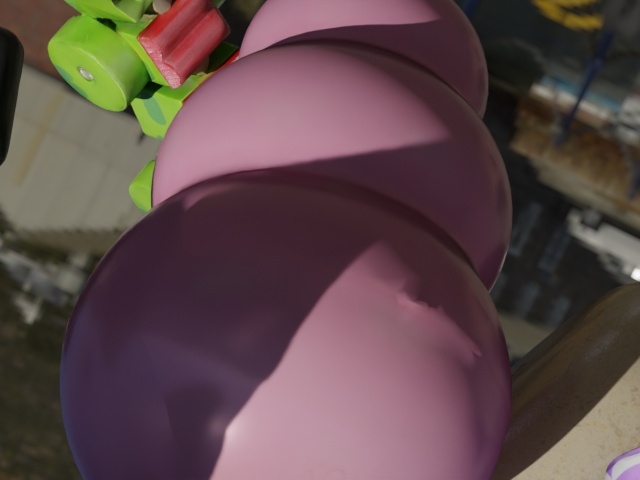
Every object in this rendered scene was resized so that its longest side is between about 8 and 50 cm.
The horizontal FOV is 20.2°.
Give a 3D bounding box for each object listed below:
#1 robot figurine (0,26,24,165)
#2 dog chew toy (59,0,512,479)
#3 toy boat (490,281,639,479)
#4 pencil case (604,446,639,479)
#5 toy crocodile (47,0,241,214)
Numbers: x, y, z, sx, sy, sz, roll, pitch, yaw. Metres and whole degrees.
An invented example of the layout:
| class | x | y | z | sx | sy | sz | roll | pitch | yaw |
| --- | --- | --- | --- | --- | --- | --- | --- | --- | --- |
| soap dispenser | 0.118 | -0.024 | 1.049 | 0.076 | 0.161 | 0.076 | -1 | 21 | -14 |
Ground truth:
| class | x | y | z | sx | sy | sz | roll | pitch | yaw |
| --- | --- | --- | --- | --- | --- | --- | --- | --- | --- |
| robot figurine | -0.315 | -0.069 | 1.237 | 0.209 | 0.278 | 0.173 | 11 | 150 | -6 |
| dog chew toy | 0.000 | 0.000 | 0.869 | 0.206 | 0.332 | 0.206 | 9 | 145 | 6 |
| toy boat | 0.133 | 0.148 | 1.040 | 0.148 | 0.267 | 0.318 | 49 | 165 | 2 |
| pencil case | 0.169 | 0.187 | 0.775 | 0.086 | 0.206 | 0.088 | 4 | 153 | -13 |
| toy crocodile | -0.081 | -0.092 | 1.195 | 0.105 | 0.115 | 0.340 | 23 | 154 | 37 |
